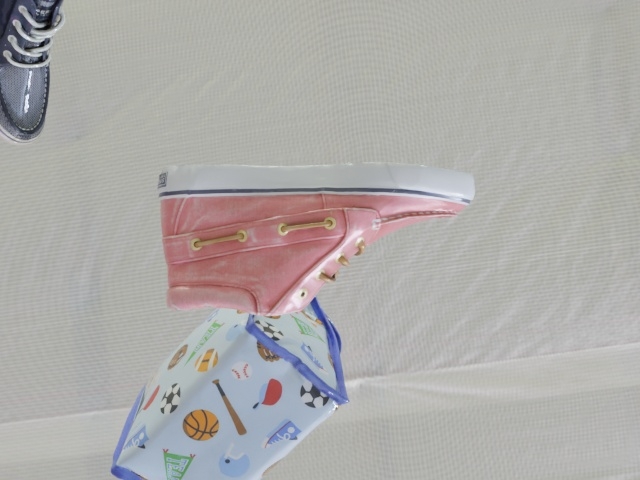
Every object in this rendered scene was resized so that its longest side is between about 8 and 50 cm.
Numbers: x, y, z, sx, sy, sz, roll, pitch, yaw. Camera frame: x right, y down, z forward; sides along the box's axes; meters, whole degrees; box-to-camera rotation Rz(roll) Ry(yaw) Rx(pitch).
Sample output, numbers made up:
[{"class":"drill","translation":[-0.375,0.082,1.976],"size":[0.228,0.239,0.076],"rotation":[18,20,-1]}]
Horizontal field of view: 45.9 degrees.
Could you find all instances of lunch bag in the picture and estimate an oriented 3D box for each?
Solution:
[{"class":"lunch bag","translation":[-0.136,0.227,1.258],"size":[0.328,0.385,0.239],"rotation":[-44,-73,8]}]

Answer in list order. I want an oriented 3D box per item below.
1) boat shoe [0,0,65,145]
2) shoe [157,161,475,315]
[{"class":"boat shoe","translation":[-0.455,-0.312,1.148],"size":[0.158,0.127,0.341],"rotation":[7,-69,38]},{"class":"shoe","translation":[0.000,0.000,0.424],"size":[0.178,0.063,0.081],"rotation":[-1,-92,-9]}]
